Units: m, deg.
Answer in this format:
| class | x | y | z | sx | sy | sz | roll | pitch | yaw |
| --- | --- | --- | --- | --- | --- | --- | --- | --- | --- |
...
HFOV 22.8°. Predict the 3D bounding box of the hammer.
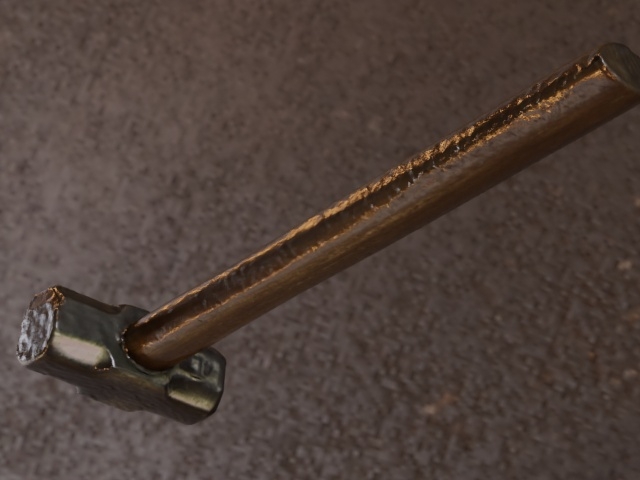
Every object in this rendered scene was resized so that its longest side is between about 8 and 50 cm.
| class | x | y | z | sx | sy | sz | roll | pitch | yaw |
| --- | --- | --- | --- | --- | --- | --- | --- | --- | --- |
| hammer | 0.000 | 0.000 | 0.735 | 0.365 | 0.111 | 0.043 | -30 | 46 | 41 |
